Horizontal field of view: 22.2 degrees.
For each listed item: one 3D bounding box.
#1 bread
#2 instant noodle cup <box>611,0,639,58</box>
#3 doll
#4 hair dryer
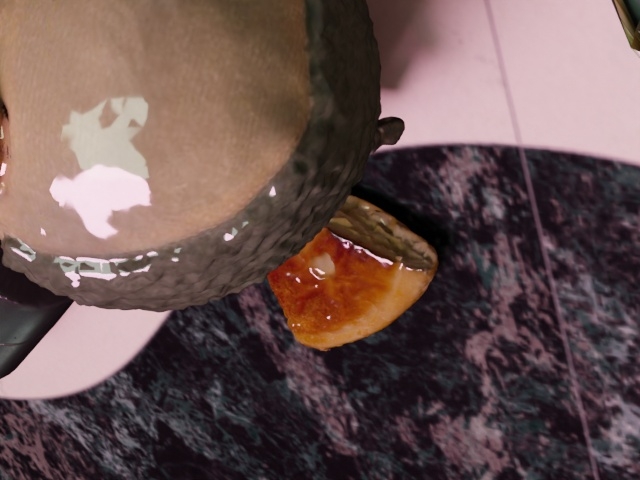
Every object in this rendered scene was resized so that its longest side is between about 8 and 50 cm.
[{"bbox_3d":[0.022,0.011,1.088,0.136,0.054,0.154,4,133,38],"label":"bread"},{"bbox_3d":[0.235,-0.150,0.647,0.240,0.240,0.178,47,130,-6],"label":"instant noodle cup"},{"bbox_3d":[-0.078,-0.089,0.873,0.247,0.349,0.247,1,95,13],"label":"doll"},{"bbox_3d":[-0.330,-0.025,1.318,0.302,0.116,0.244,53,140,3],"label":"hair dryer"}]
